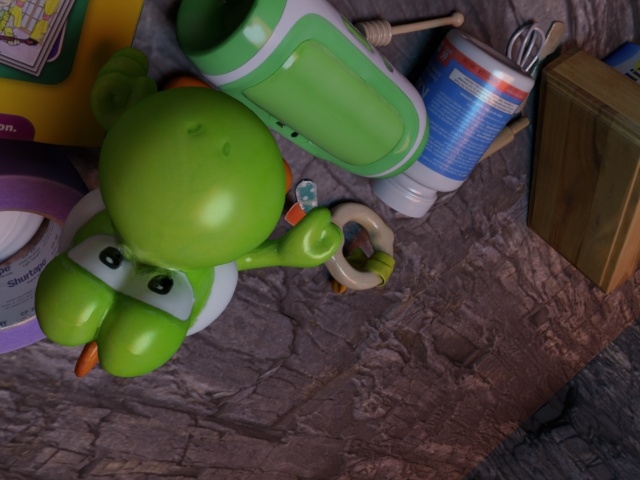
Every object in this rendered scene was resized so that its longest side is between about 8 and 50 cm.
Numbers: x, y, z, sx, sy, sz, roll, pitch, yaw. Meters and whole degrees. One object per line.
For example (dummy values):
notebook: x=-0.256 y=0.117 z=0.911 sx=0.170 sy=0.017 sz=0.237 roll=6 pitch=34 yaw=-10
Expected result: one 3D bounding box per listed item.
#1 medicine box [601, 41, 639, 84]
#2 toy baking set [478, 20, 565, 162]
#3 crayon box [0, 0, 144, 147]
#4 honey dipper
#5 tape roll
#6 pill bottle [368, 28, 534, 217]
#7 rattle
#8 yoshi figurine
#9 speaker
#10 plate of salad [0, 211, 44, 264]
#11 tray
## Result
medicine box: x=0.557 y=-0.130 z=1.001 sx=0.149 sy=0.289 sz=0.263 roll=-37 pitch=143 yaw=-8
toy baking set: x=0.258 y=-0.204 z=0.885 sx=0.256 sy=0.030 sz=0.197 roll=-29 pitch=141 yaw=-14
crayon box: x=-0.275 y=-0.230 z=0.345 sx=0.362 sy=0.106 sz=0.313 roll=1 pitch=125 yaw=-42
honey dipper: x=0.109 y=-0.249 z=0.715 sx=0.160 sy=0.030 sz=0.031 roll=-19 pitch=138 yaw=-28
tape roll: x=-0.281 y=0.004 z=0.518 sx=0.189 sy=0.080 sz=0.189 roll=-25 pitch=141 yaw=-22
pill bottle: x=0.155 y=-0.141 z=0.780 sx=0.124 sy=0.124 sz=0.222 roll=4 pitch=128 yaw=-43
rattle: x=0.000 y=0.000 z=0.872 sx=0.199 sy=0.142 sz=0.130 roll=18 pitch=83 yaw=-32
yoshi figurine: x=-0.086 y=-0.046 z=0.467 sx=0.203 sy=0.362 sz=0.203 roll=-3 pitch=112 yaw=1
speaker: x=-0.001 y=-0.164 z=0.629 sx=0.131 sy=0.131 sz=0.296 roll=-50 pitch=142 yaw=12
plate of salad: x=-0.339 y=-0.040 z=0.527 sx=0.199 sy=0.048 sz=0.200 roll=-25 pitch=140 yaw=-22
tray: x=0.442 y=-0.091 z=0.995 sx=0.076 sy=0.203 sz=0.411 roll=-34 pitch=145 yaw=-9
